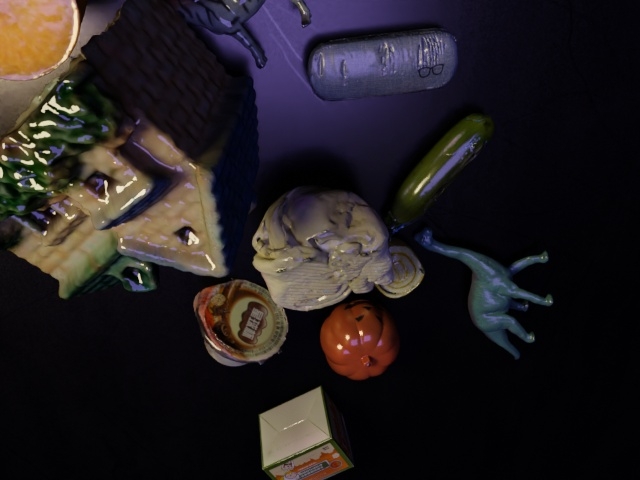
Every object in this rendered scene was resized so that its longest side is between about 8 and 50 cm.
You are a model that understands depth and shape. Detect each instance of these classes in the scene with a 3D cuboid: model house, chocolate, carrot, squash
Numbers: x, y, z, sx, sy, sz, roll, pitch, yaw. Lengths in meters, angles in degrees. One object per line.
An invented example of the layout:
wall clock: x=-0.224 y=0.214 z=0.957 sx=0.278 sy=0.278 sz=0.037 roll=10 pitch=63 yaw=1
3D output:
model house: x=-0.308 y=-0.083 z=0.932 sx=0.445 sy=0.395 sz=0.400 roll=-32 pitch=124 yaw=24
chocolate: x=-0.195 y=0.204 z=1.274 sx=0.221 sy=0.221 sz=0.147 roll=21 pitch=135 yaw=-21
carrot: x=-0.429 y=-0.365 z=0.817 sx=0.196 sy=0.254 sz=0.196 roll=-6 pitch=127 yaw=-9
squash: x=0.231 y=-0.130 z=1.185 sx=0.087 sy=0.087 sz=0.331 roll=30 pitch=114 yaw=-25

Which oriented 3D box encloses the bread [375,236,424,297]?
bread: x=0.163 y=0.056 z=1.299 sx=0.117 sy=0.064 sz=0.156 roll=-33 pitch=120 yaw=5

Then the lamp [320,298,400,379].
lamp: x=0.094 y=0.238 z=1.340 sx=0.188 sy=0.164 sz=0.187 roll=-4 pitch=120 yaw=-6

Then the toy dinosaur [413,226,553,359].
toy dinosaur: x=0.364 y=0.140 z=1.382 sx=0.331 sy=0.129 sz=0.383 roll=4 pitch=122 yaw=0

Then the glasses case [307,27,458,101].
glasses case: x=0.115 y=-0.323 z=1.052 sx=0.282 sy=0.067 sz=0.109 roll=-9 pitch=120 yaw=-6

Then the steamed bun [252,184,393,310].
steamed bun: x=0.000 y=0.000 z=1.166 sx=0.268 sy=0.207 sz=0.280 roll=-15 pitch=150 yaw=4

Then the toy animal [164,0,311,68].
toy animal: x=-0.133 y=-0.372 z=0.966 sx=0.255 sy=0.090 sz=0.170 roll=-25 pitch=118 yaw=2

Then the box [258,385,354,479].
box: x=-0.039 y=0.518 z=1.481 sx=0.195 sy=0.177 sz=0.148 roll=-26 pitch=123 yaw=6
